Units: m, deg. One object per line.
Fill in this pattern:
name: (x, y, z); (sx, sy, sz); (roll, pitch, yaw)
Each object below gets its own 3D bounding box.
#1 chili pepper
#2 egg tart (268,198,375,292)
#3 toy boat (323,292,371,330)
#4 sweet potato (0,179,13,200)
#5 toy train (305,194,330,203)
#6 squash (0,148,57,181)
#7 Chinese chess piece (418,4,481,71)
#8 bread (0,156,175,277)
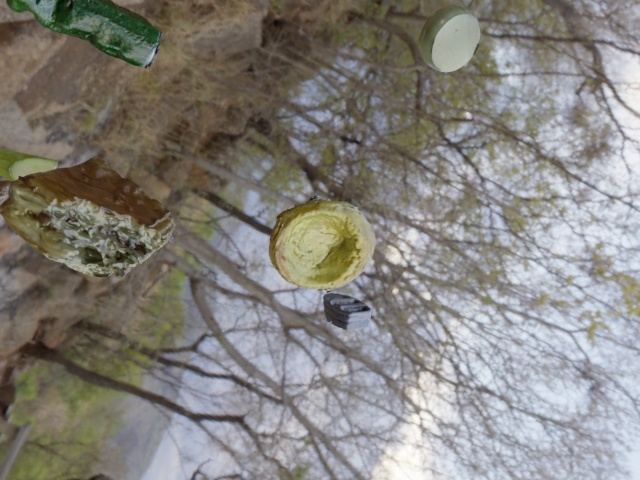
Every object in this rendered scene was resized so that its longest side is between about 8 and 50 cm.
chili pepper: (-0.404, -0.384, 1.145); (0.099, 0.270, 0.136); (-53, -147, 29)
egg tart: (0.000, 0.000, 1.959); (0.315, 0.314, 0.120); (-59, -158, 23)
toy boat: (0.081, 0.240, 2.408); (0.283, 0.127, 0.078); (-158, -117, -68)
sweet potato: (-0.927, -0.114, 1.900); (0.205, 0.060, 0.068); (-37, -144, -23)
toy train: (0.017, -0.076, 2.355); (0.125, 0.193, 0.081); (-63, -145, 15)
squash: (-0.752, -0.179, 1.677); (0.075, 0.200, 0.090); (-98, -153, -48)
Chinese chess piece: (0.373, -0.583, 1.994); (0.189, 0.188, 0.083); (-59, -135, 23)
bread: (-0.528, -0.027, 1.584); (0.192, 0.314, 0.370); (-52, -176, 17)
